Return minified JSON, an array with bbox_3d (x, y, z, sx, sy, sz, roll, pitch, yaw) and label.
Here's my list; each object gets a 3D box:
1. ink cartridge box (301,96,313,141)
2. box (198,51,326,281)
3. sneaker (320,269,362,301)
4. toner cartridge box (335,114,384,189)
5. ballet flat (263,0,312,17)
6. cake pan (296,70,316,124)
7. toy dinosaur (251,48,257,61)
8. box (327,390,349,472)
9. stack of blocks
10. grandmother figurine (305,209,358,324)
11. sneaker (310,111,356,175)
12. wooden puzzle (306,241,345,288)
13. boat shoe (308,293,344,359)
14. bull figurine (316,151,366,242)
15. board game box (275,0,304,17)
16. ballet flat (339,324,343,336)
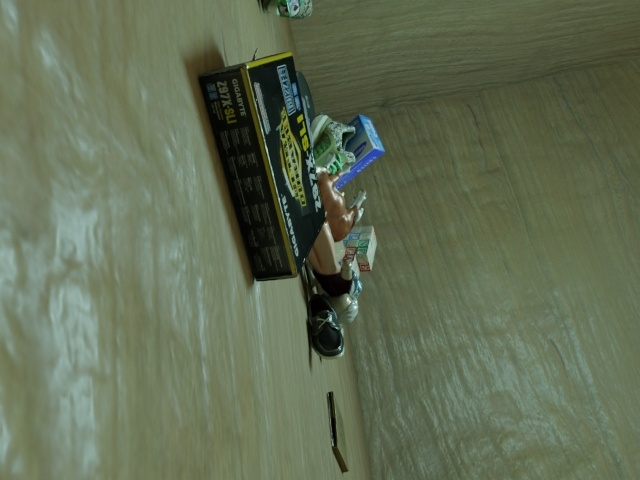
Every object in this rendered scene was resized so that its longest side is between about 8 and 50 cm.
[{"bbox_3d":[-0.081,-0.333,1.486,0.219,0.093,0.160,-82,162,-78],"label":"ink cartridge box"},{"bbox_3d":[-0.076,-0.133,0.850,0.257,0.079,0.321,-67,147,-65],"label":"box"},{"bbox_3d":[0.078,0.145,1.640,0.110,0.122,0.283,53,-24,16],"label":"sneaker"},{"bbox_3d":[0.081,-0.321,2.028,0.075,0.348,0.165,4,57,-46],"label":"toner cartridge box"},{"bbox_3d":[-0.155,-0.874,1.699,0.483,0.164,0.182,59,41,-62],"label":"ballet flat"},{"bbox_3d":[-0.078,-0.557,2.089,0.293,0.054,0.293,-11,90,-77],"label":"cake pan"},{"bbox_3d":[-0.125,-0.240,0.986,0.211,0.064,0.112,91,-20,-54],"label":"toy dinosaur"},{"bbox_3d":[0.052,0.564,1.505,0.201,0.021,0.164,76,5,-46],"label":"box"},{"bbox_3d":[0.100,0.071,1.890,0.297,0.171,0.087,-70,151,-50],"label":"stack of blocks"},{"bbox_3d":[0.019,0.083,1.442,0.208,0.104,0.342,22,-44,65],"label":"grandmother figurine"},{"bbox_3d":[0.028,-0.289,1.846,0.158,0.182,0.410,70,32,-60],"label":"sneaker"},{"bbox_3d":[0.000,0.000,1.618,0.221,0.044,0.238,-42,129,-50],"label":"wooden puzzle"},{"bbox_3d":[0.008,0.226,1.352,0.233,0.084,0.079,-109,-172,-62],"label":"boat shoe"},{"bbox_3d":[0.021,-0.135,1.488,0.101,0.188,0.310,24,-26,44],"label":"bull figurine"},{"bbox_3d":[-0.065,-0.902,1.647,0.317,0.046,0.213,-60,151,-30],"label":"board game box"},{"bbox_3d":[0.032,0.274,1.592,0.241,0.077,0.091,-96,174,-57],"label":"ballet flat"}]
